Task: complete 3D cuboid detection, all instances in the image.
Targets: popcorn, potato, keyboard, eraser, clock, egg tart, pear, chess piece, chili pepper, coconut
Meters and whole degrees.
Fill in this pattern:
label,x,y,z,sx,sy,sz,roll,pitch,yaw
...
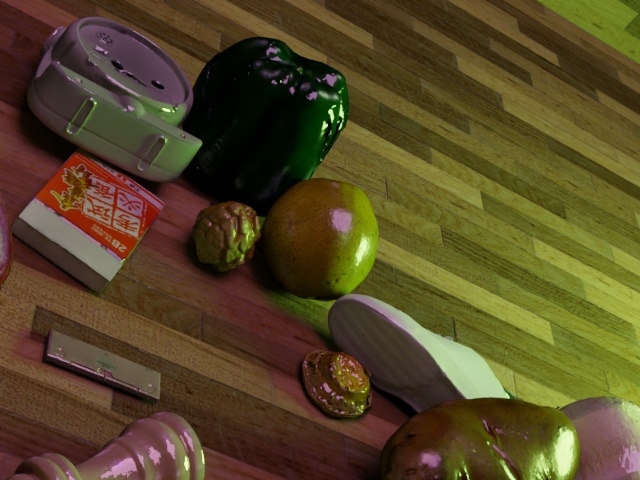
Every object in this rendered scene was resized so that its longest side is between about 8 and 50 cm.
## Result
label,x,y,z,sx,sy,sz,roll,pitch,yaw
popcorn,-0.140,-0.007,1.970,0.116,0.121,0.106,-6,90,-41
potato,0.234,0.331,1.876,0.369,0.176,0.195,-8,41,-34
keyboard,-0.287,0.169,1.701,0.166,0.017,0.055,25,32,-23
eraser,-0.333,-0.035,1.867,0.157,0.038,0.230,36,33,-7
clock,-0.320,-0.244,2.030,0.265,0.108,0.324,26,28,-24
egg tart,0.030,0.209,1.947,0.130,0.052,0.130,24,37,-20
pear,-0.001,0.000,2.040,0.198,0.198,0.198,27,36,-22
chess piece,-0.310,0.290,1.456,0.397,0.117,0.117,-10,58,-48
chili pepper,-0.085,-0.192,2.113,0.249,0.256,0.233,23,32,-23
coconut,0.457,0.375,2.045,0.227,0.227,0.230,10,46,-39

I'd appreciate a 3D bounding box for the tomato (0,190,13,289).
label,x,y,z,sx,sy,sz,roll,pitch,yaw
tomato,-0.541,-0.013,1.536,0.338,0.144,0.338,28,39,-25

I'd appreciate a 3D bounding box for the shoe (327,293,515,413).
label,x,y,z,sx,sy,sz,roll,pitch,yaw
shoe,0.176,0.192,2.048,0.363,0.132,0.160,44,34,-5
